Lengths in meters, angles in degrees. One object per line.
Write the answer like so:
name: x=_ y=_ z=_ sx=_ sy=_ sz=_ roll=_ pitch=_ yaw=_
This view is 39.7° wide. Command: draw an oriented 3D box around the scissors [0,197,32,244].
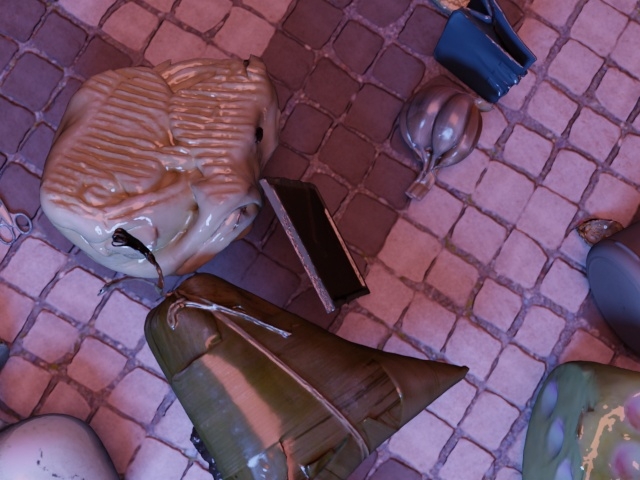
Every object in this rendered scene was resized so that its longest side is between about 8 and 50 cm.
scissors: x=-0.509 y=-0.052 z=1.405 sx=0.058 sy=0.014 sz=0.119 roll=-34 pitch=90 yaw=-7

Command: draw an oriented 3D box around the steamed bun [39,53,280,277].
steamed bun: x=-0.210 y=-0.091 z=1.312 sx=0.394 sy=0.237 sz=0.346 roll=-34 pitch=63 yaw=-20

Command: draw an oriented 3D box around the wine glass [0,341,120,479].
wine glass: x=-0.439 y=0.321 z=1.263 sx=0.238 sy=0.238 sz=0.323 roll=-43 pitch=77 yaw=-7

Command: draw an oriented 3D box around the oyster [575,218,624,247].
oyster: x=0.459 y=-0.010 z=1.456 sx=0.083 sy=0.019 sz=0.054 roll=12 pitch=84 yaw=-4

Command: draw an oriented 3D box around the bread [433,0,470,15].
bread: x=0.225 y=-0.470 z=1.489 sx=0.112 sy=0.036 sz=0.193 roll=16 pitch=86 yaw=3

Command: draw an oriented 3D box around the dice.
dice: x=0.452 y=0.322 z=1.301 sx=0.254 sy=0.250 sz=0.252 roll=15 pitch=82 yaw=-1

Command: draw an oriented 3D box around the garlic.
garlic: x=0.178 y=-0.161 z=1.416 sx=0.131 sy=0.127 sz=0.194 roll=37 pitch=101 yaw=43

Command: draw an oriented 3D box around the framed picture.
framed picture: x=0.000 y=0.000 z=1.302 sx=0.019 sy=0.281 sz=0.209 roll=-29 pitch=84 yaw=12

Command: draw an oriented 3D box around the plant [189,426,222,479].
plant: x=-0.086 y=0.286 z=1.328 sx=0.203 sy=0.142 sz=0.131 roll=-23 pitch=77 yaw=-18

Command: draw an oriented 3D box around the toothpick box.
toothpick box: x=0.591 y=0.025 z=1.376 sx=0.316 sy=0.229 sz=0.229 roll=-28 pitch=86 yaw=-8

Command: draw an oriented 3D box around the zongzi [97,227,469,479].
zongzi: x=-0.050 y=0.124 z=1.223 sx=0.418 sy=0.181 sz=0.447 roll=-31 pitch=85 yaw=-28

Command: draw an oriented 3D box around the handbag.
handbag: x=0.253 y=-0.290 z=1.375 sx=0.057 sy=0.221 sz=0.144 roll=-42 pitch=89 yaw=-6
